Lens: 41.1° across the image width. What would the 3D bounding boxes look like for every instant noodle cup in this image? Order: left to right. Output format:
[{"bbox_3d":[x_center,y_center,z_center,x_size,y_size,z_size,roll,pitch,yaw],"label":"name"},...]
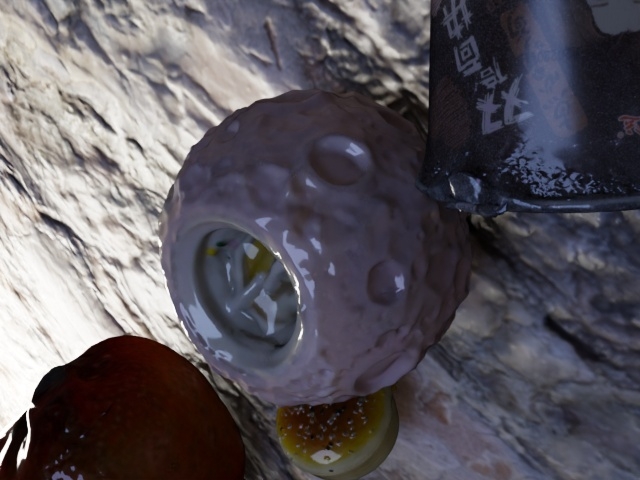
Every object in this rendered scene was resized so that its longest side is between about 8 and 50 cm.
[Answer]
[{"bbox_3d":[0.158,-0.138,0.526,0.217,0.217,0.207,6,109,38],"label":"instant noodle cup"}]

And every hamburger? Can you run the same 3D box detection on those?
[{"bbox_3d":[0.018,0.168,0.853,0.126,0.141,0.081,18,151,36],"label":"hamburger"}]

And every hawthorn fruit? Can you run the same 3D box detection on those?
[{"bbox_3d":[-0.239,0.268,1.029,0.295,0.295,0.311,15,144,34],"label":"hawthorn fruit"}]

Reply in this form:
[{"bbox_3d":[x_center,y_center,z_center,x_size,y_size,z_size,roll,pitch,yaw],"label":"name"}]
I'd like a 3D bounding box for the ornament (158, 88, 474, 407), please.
[{"bbox_3d":[0.000,0.000,0.707,0.259,0.225,0.259,18,121,32],"label":"ornament"}]
